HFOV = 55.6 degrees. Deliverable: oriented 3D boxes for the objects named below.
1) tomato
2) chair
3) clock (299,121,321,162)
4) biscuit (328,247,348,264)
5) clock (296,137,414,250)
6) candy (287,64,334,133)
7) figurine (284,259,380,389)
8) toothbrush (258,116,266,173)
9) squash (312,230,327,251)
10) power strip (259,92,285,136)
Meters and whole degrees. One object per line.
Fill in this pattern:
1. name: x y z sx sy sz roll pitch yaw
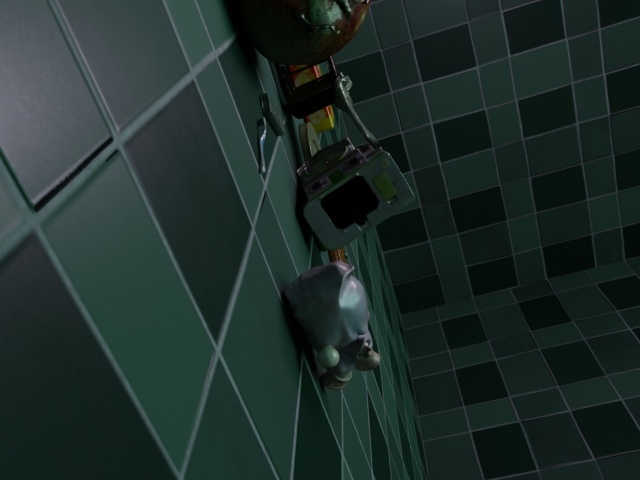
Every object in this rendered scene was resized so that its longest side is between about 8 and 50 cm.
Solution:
1. tomato: -0.044 -0.524 1.299 0.239 0.303 0.304 160 -85 -71
2. chair: 0.008 -0.363 1.593 0.160 0.186 0.319 11 57 -81
3. clock: -0.017 -0.233 1.800 0.235 0.029 0.235 -13 90 -80
4. biscuit: 0.071 0.120 1.697 0.205 0.049 0.324 58 21 -65
5. clock: 0.057 -0.139 1.483 0.166 0.235 0.309 55 4 -22
6. candy: -0.034 -0.487 1.909 0.146 0.088 0.276 -90 163 -63
7. figurine: 0.030 0.154 1.089 0.200 0.133 0.276 -99 171 -52
8. toothbrush: -0.109 -0.184 1.157 0.014 0.017 0.162 57 18 -45
9. squash: 0.001 0.001 1.515 0.089 0.027 0.027 59 18 -55
10. power strip: -0.103 -0.274 1.343 0.136 0.019 0.051 51 23 -68
